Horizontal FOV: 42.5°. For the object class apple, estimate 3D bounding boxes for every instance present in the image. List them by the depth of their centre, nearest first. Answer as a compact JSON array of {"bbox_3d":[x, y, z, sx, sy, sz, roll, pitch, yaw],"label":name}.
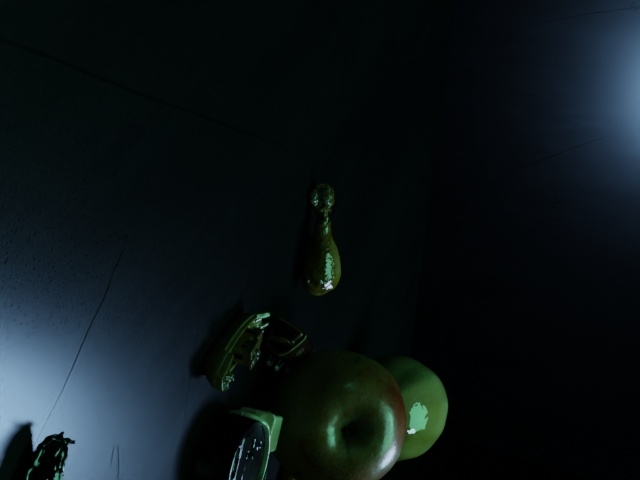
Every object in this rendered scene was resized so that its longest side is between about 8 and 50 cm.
[{"bbox_3d":[0.037,0.399,1.797,0.277,0.319,0.319,76,28,-87],"label":"apple"},{"bbox_3d":[0.223,0.537,2.621,0.357,0.357,0.357,13,90,-75],"label":"apple"}]

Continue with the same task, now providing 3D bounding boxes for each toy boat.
[{"bbox_3d":[-0.139,0.190,1.453,0.206,0.072,0.064,-54,155,-54],"label":"toy boat"}]

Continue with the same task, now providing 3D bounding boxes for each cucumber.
[{"bbox_3d":[-0.321,0.303,0.922,0.053,0.053,0.181,50,52,-72],"label":"cucumber"}]

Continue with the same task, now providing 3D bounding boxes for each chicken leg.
[{"bbox_3d":[0.003,0.000,1.809,0.107,0.087,0.251,-68,160,-72],"label":"chicken leg"}]

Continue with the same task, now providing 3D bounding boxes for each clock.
[{"bbox_3d":[-0.171,0.507,1.540,0.276,0.120,0.379,29,74,-71],"label":"clock"}]

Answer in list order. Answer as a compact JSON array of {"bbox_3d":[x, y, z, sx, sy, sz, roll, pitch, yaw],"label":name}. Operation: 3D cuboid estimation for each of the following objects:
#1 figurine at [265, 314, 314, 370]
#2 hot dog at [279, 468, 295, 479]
[{"bbox_3d":[-0.080,0.225,1.731,0.098,0.082,0.154,-53,159,-12],"label":"figurine"},{"bbox_3d":[-0.085,0.684,2.096,0.109,0.072,0.269,45,58,-71],"label":"hot dog"}]
